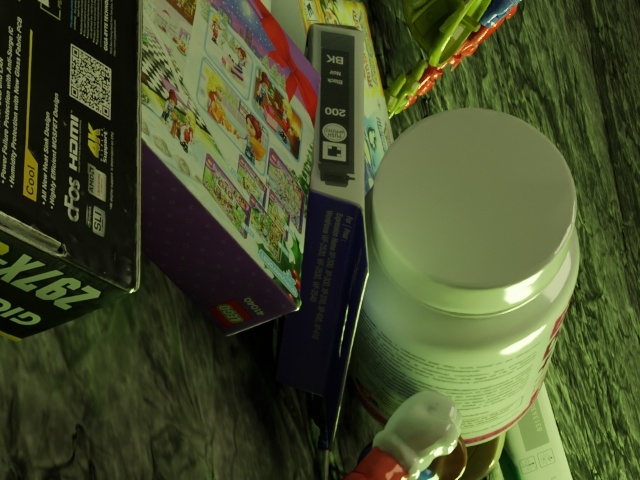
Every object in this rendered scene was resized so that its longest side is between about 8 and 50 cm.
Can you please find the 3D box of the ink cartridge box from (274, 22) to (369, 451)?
[{"bbox_3d":[0.000,0.000,1.265,0.206,0.045,0.208,100,-8,-49],"label":"ink cartridge box"}]

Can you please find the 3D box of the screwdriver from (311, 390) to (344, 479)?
[{"bbox_3d":[0.001,0.162,1.349,0.025,0.024,0.170,27,54,-30],"label":"screwdriver"}]

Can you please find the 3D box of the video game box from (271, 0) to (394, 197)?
[{"bbox_3d":[0.013,-0.091,1.501,0.187,0.048,0.205,-16,93,-75],"label":"video game box"}]

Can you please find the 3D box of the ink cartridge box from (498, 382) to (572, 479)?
[{"bbox_3d":[0.173,0.170,1.786,0.225,0.056,0.181,-133,-157,-68],"label":"ink cartridge box"}]

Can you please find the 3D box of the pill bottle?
[{"bbox_3d":[0.099,0.031,1.352,0.283,0.160,0.160,91,-4,-65],"label":"pill bottle"}]

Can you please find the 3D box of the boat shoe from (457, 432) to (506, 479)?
[{"bbox_3d":[0.111,0.073,1.594,0.089,0.104,0.285,38,42,-59],"label":"boat shoe"}]

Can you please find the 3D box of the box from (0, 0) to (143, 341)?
[{"bbox_3d":[-0.184,-0.149,0.799,0.257,0.079,0.322,28,50,-46],"label":"box"}]

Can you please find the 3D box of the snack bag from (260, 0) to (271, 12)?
[{"bbox_3d":[-0.038,-0.343,1.286,0.323,0.037,0.343,75,20,-76],"label":"snack bag"}]

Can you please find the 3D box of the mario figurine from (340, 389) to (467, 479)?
[{"bbox_3d":[0.072,0.229,1.237,0.198,0.170,0.320,47,18,-3],"label":"mario figurine"}]

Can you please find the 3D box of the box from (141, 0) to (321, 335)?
[{"bbox_3d":[-0.104,-0.111,1.061,0.293,0.057,0.201,49,32,-36],"label":"box"}]

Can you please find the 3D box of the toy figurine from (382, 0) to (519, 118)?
[{"bbox_3d":[0.069,-0.260,1.725,0.217,0.191,0.362,47,27,2],"label":"toy figurine"}]
